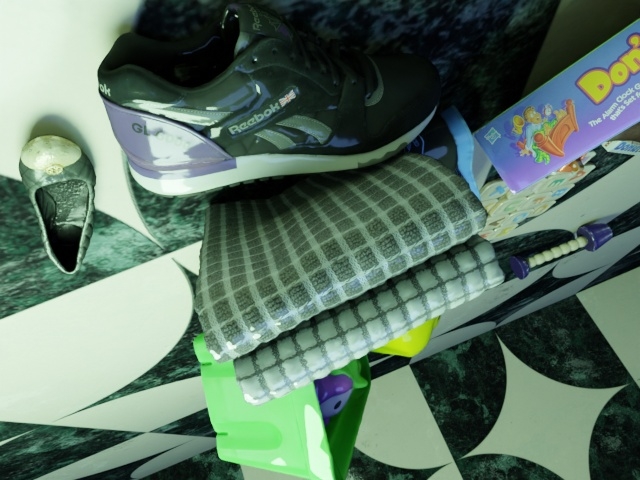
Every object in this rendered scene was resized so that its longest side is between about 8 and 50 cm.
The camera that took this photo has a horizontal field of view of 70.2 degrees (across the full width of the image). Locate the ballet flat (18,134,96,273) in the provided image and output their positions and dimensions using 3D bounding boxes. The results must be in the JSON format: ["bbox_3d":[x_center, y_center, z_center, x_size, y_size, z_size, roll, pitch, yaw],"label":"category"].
[{"bbox_3d":[-0.233,-0.029,0.418,0.058,0.049,0.173,-11,152,-26],"label":"ballet flat"}]

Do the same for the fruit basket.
[{"bbox_3d":[0.050,0.141,0.679,0.392,0.282,0.392,-12,-178,0],"label":"fruit basket"}]

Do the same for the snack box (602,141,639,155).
[{"bbox_3d":[0.592,-0.188,0.841,0.178,0.022,0.064,-4,147,-35],"label":"snack box"}]

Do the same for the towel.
[{"bbox_3d":[0.000,0.000,0.455,0.235,0.283,0.121,-29,112,-2],"label":"towel"}]

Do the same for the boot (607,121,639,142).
[{"bbox_3d":[0.537,-0.179,0.735,0.207,0.090,0.248,-10,141,-11],"label":"boot"}]

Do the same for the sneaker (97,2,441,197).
[{"bbox_3d":[-0.022,-0.122,0.361,0.284,0.107,0.124,-17,148,-13],"label":"sneaker"}]

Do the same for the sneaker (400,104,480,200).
[{"bbox_3d":[0.156,-0.085,0.615,0.091,0.081,0.232,-25,148,10],"label":"sneaker"}]

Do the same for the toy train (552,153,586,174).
[{"bbox_3d":[0.380,-0.142,0.701,0.166,0.046,0.125,-2,138,-33],"label":"toy train"}]

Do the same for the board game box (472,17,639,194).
[{"bbox_3d":[0.349,-0.182,0.484,0.347,0.078,0.233,-34,174,25],"label":"board game box"}]

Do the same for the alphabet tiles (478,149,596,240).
[{"bbox_3d":[0.391,-0.076,0.893,0.278,0.021,0.284,-12,152,-24],"label":"alphabet tiles"}]

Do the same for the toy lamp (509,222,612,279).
[{"bbox_3d":[0.670,0.023,1.263,0.275,0.080,0.080,-21,155,-2],"label":"toy lamp"}]
